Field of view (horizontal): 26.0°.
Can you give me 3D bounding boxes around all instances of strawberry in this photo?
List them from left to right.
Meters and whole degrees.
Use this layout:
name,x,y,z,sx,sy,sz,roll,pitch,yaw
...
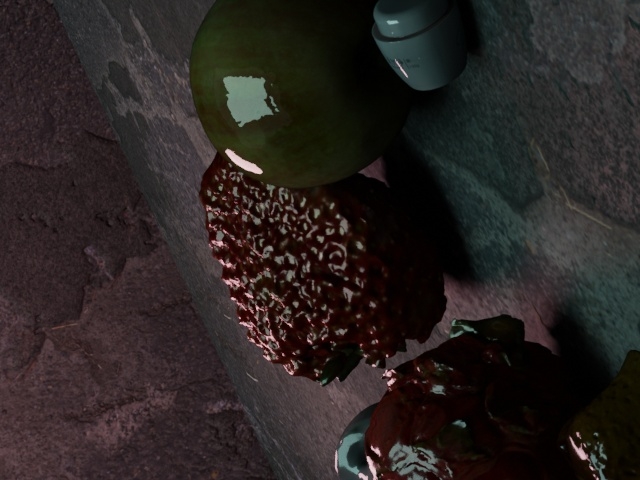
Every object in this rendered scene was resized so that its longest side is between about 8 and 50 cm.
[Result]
name,x,y,z,sx,sy,sz,roll,pitch,yaw
strawberry,0.000,0.000,1.775,0.351,0.267,0.312,54,144,-7

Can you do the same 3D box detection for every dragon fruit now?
name,x,y,z,sx,sy,sz,roll,pitch,yaw
dragon fruit,0.187,0.249,1.573,0.277,0.277,0.342,36,138,58

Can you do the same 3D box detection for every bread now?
name,x,y,z,sx,sy,sz,roll,pitch,yaw
bread,0.338,0.237,1.324,0.246,0.135,0.232,54,177,18

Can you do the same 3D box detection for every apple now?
name,x,y,z,sx,sy,sz,roll,pitch,yaw
apple,-0.014,-0.187,1.556,0.234,0.257,0.256,-7,114,42

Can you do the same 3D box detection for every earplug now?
name,x,y,z,sx,sy,sz,roll,pitch,yaw
earplug,0.157,0.348,2.085,0.325,0.175,0.214,23,132,53

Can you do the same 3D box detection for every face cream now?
name,x,y,z,sx,sy,sz,roll,pitch,yaw
face cream,0.102,-0.208,1.401,0.091,0.091,0.095,39,160,55
